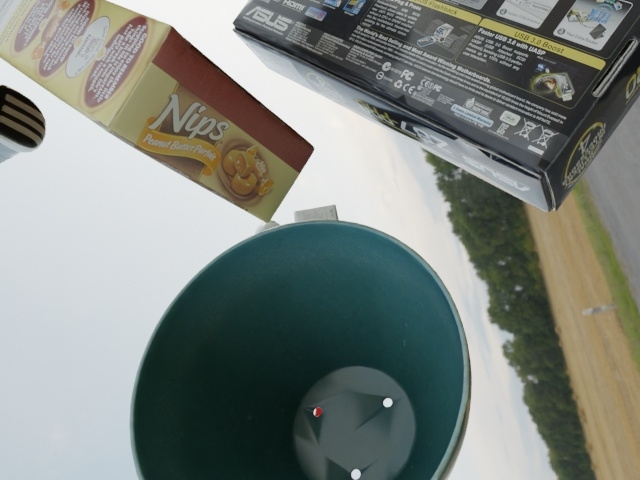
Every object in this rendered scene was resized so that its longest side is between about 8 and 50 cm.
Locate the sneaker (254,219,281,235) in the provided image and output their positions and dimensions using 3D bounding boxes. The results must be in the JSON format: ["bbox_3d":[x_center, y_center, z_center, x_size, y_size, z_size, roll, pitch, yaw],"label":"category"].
[{"bbox_3d":[-0.091,0.074,1.199,0.115,0.091,0.232,-104,6,-71],"label":"sneaker"}]

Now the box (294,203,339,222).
[{"bbox_3d":[0.000,0.000,1.145,0.101,0.087,0.101,76,-174,-58],"label":"box"}]

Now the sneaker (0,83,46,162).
[{"bbox_3d":[-0.408,-0.137,0.562,0.229,0.132,0.086,38,-139,-41],"label":"sneaker"}]

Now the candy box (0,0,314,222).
[{"bbox_3d":[-0.176,-0.142,0.528,0.317,0.087,0.183,33,-179,37],"label":"candy box"}]

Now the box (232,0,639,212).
[{"bbox_3d":[0.140,-0.255,0.565,0.395,0.318,0.097,35,180,33],"label":"box"}]

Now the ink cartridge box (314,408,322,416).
[{"bbox_3d":[-0.110,0.247,1.007,0.296,0.261,0.066,-55,-26,-21],"label":"ink cartridge box"}]

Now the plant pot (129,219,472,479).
[{"bbox_3d":[0.003,0.154,0.537,0.195,0.291,0.290,58,-155,-52],"label":"plant pot"}]
